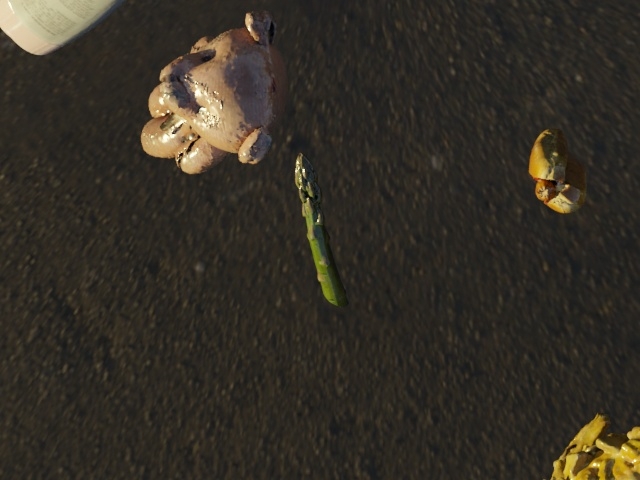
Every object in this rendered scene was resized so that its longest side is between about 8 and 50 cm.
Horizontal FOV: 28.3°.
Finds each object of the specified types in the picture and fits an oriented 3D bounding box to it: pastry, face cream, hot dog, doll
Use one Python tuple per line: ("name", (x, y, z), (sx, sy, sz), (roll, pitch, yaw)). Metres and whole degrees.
("pastry", (0.298, 0.223, 1.142), (0.250, 0.102, 0.154), (-14, 74, 30))
("face cream", (-0.244, -0.235, 1.209), (0.084, 0.198, 0.057), (47, 59, -21))
("hot dog", (0.312, -0.092, 1.676), (0.062, 0.236, 0.092), (-35, 94, 18))
("doll", (-0.174, -0.188, 1.692), (0.156, 0.303, 0.201), (11, 76, -41))

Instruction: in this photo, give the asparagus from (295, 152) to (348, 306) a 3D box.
("asparagus", (0.001, 0.000, 1.369), (0.027, 0.034, 0.236), (-4, 137, 10))
